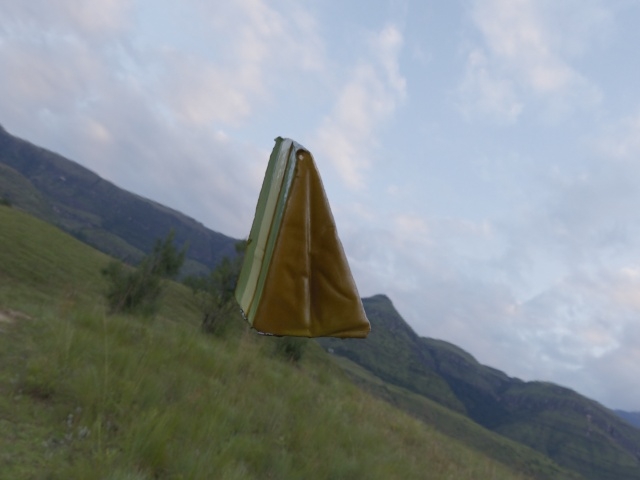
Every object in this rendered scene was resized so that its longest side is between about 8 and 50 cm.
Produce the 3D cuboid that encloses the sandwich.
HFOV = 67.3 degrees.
[{"bbox_3d":[0.000,0.000,0.434,0.114,0.163,0.079,9,12,-26],"label":"sandwich"}]
